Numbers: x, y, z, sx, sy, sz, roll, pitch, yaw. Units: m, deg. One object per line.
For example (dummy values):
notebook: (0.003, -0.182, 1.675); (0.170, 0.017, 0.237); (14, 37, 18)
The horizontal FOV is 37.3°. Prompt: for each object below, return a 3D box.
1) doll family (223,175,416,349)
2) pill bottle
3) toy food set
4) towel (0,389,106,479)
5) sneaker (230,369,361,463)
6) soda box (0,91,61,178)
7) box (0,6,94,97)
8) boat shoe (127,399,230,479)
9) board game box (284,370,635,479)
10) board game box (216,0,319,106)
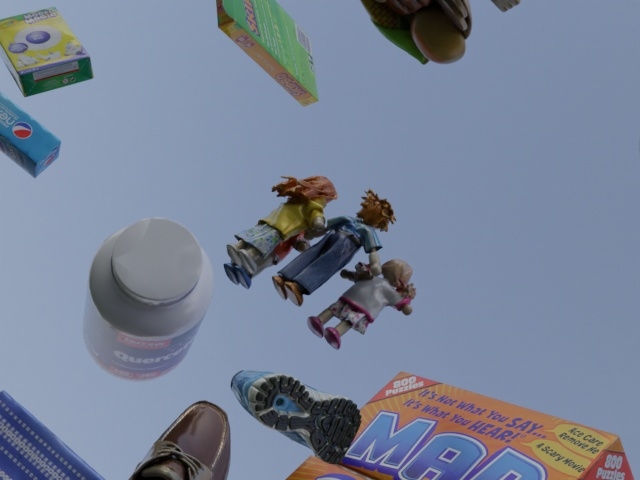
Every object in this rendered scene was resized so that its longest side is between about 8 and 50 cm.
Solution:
doll family: (0.000, 0.000, 1.107); (0.263, 0.163, 0.118); (30, -30, 40)
pill bottle: (-0.263, 0.089, 1.433); (0.181, 0.182, 0.323); (67, -23, 17)
toy food set: (0.075, -0.201, 0.791); (0.132, 0.192, 0.038); (42, -101, -9)
towel: (-0.368, 0.342, 0.969); (0.243, 0.336, 0.040); (38, -29, 12)
sneaker: (-0.023, 0.160, 0.908); (0.073, 0.162, 0.063); (17, -108, 47)
soda box: (-0.595, -0.217, 1.789); (0.210, 0.071, 0.067); (39, -30, 0)
box: (-0.408, -0.281, 1.368); (0.179, 0.105, 0.043); (49, -30, 40)
boat shoe: (-0.195, 0.328, 1.241); (0.123, 0.324, 0.116); (23, -49, 1)
board game box: (0.164, 0.435, 1.149); (0.356, 0.356, 0.356); (9, -49, 52)
board game box: (-0.081, -0.306, 1.368); (0.039, 0.259, 0.124); (-18, -118, 20)
